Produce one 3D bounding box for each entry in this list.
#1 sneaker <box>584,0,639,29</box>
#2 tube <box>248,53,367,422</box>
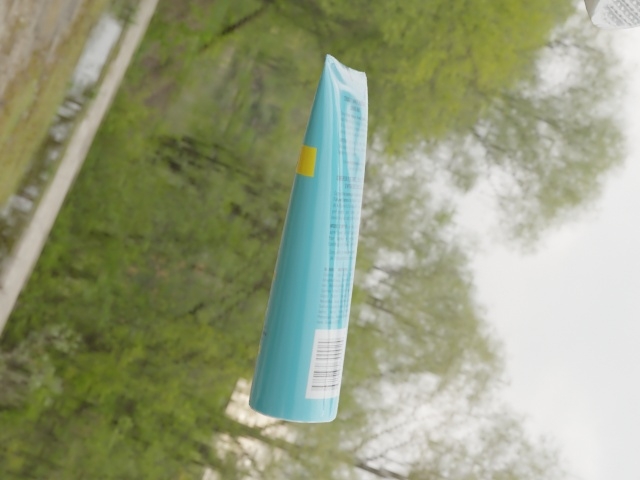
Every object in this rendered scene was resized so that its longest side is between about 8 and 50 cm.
[{"bbox_3d":[0.300,-0.297,0.898,0.321,0.126,0.127,-51,-132,54],"label":"sneaker"},{"bbox_3d":[0.000,0.000,0.684,0.080,0.052,0.207,-9,109,-78],"label":"tube"}]
